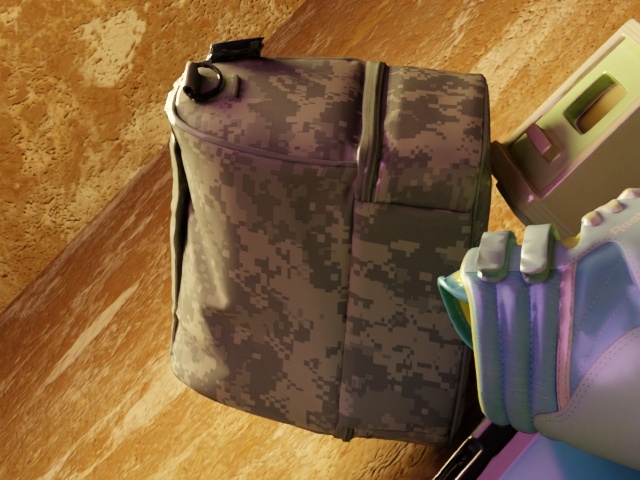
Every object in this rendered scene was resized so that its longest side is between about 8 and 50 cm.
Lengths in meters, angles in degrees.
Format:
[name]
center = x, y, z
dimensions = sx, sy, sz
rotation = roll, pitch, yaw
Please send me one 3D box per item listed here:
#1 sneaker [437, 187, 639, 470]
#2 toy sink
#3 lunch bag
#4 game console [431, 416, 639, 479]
[sneaker]
center = 0.194, -0.003, 1.072
dimensions = 0.208, 0.127, 0.319
rotation = 10, 56, 25
[toy sink]
center = 0.222, -0.045, 1.327
dimensions = 0.234, 0.131, 0.153
rotation = -45, 18, 11
[lunch bag]
center = 0.000, 0.000, 1.353
dimensions = 0.212, 0.256, 0.305
rotation = -86, 0, -55
[game console]
center = 0.147, 0.217, 1.139
dimensions = 0.293, 0.173, 0.250
rotation = -48, -12, -2
